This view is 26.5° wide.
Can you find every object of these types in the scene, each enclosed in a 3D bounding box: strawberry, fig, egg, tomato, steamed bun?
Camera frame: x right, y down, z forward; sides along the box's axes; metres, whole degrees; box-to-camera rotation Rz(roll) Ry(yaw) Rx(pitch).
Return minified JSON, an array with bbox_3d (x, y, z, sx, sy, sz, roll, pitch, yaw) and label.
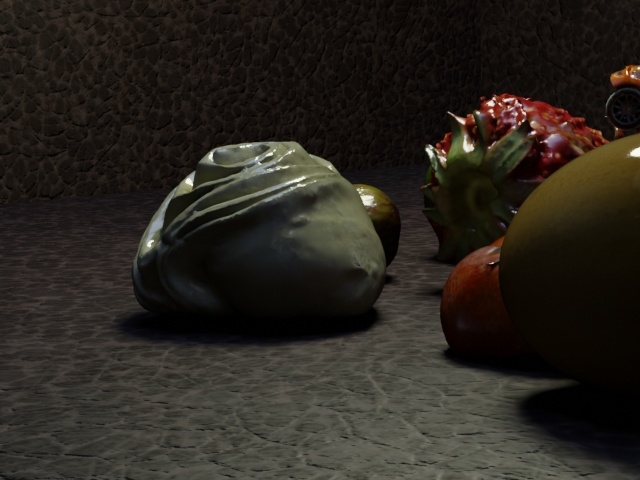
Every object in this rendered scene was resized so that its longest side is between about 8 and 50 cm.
[{"bbox_3d":[0.318,-0.071,1.871,0.343,0.292,0.292,-11,12,-39],"label":"strawberry"},{"bbox_3d":[0.000,0.000,1.955,0.245,0.149,0.149,-14,12,-26],"label":"fig"},{"bbox_3d":[0.309,0.024,1.221,0.322,0.250,0.250,-2,4,45],"label":"egg"},{"bbox_3d":[0.235,0.041,1.469,0.237,0.095,0.237,-18,11,4],"label":"tomato"},{"bbox_3d":[-0.068,-0.017,1.715,0.310,0.219,0.324,1,7,10],"label":"steamed bun"}]

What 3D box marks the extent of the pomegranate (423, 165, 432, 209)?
[{"bbox_3d":[0.295,-0.082,2.163,0.270,0.254,0.254,39,29,29],"label":"pomegranate"}]

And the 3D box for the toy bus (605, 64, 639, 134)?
[{"bbox_3d":[0.515,-0.102,1.840,0.153,0.329,0.143,-28,-5,24],"label":"toy bus"}]
